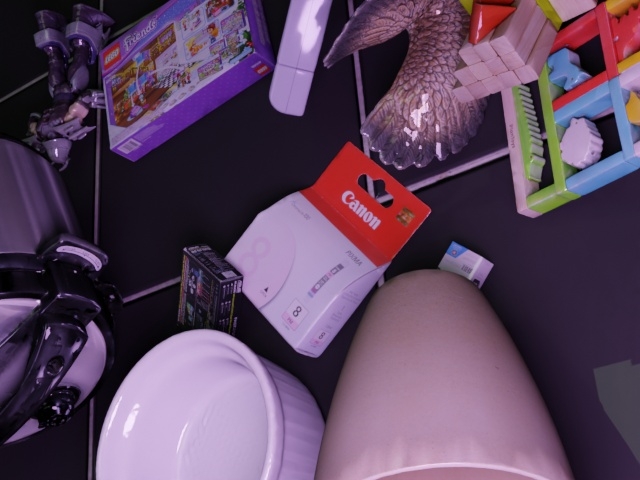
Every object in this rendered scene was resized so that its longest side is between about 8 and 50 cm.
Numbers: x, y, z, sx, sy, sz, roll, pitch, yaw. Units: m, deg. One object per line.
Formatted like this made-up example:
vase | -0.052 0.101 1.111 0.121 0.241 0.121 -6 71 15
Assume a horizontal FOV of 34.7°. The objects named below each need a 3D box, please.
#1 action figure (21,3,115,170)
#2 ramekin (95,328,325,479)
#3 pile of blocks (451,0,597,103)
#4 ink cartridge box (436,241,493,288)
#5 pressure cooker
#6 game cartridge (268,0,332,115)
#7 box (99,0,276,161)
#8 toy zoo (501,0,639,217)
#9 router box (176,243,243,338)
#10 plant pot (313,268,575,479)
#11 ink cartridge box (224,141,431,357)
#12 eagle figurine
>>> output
action figure | -0.414 -0.247 1.689 0.185 0.099 0.285 -9 70 27
ramekin | -0.124 0.256 1.219 0.277 0.135 0.277 -16 61 32
pile of blocks | 0.250 -0.316 1.131 0.362 0.112 0.149 -48 26 -13
ink cartridge box | 0.153 0.050 1.163 0.048 0.028 0.083 31 91 42
pressure cooker | -0.476 0.092 1.414 0.370 0.376 0.420 101 149 -47
game cartridge | -0.008 -0.315 1.301 0.062 0.198 0.297 15 105 0
box | -0.209 -0.276 1.562 0.293 0.057 0.201 -28 57 26
toy zoo | 0.313 -0.164 1.074 0.293 0.030 0.192 -31 54 45
router box | -0.145 0.079 1.338 0.092 0.038 0.122 37 128 40
plant pot | 0.113 0.171 1.024 0.256 0.256 0.274 -28 40 26
ink cartridge box | 0.000 0.000 1.288 0.232 0.066 0.189 -55 48 11
eagle figurine | 0.118 -0.262 1.208 0.225 0.226 0.298 120 162 -48
